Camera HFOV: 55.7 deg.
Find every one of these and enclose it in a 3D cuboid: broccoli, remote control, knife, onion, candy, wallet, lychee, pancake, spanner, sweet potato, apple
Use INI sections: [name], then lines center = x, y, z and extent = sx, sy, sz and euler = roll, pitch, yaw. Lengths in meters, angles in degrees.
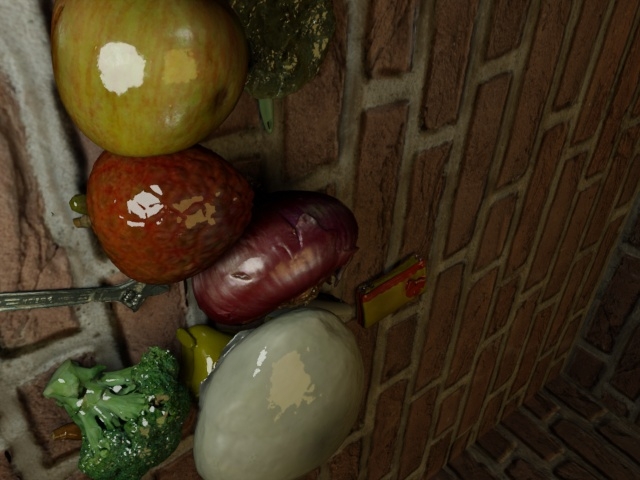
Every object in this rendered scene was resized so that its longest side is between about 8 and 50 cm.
[broccoli]
center = -0.378, 0.315, 1.141
extent = 0.270, 0.270, 0.270
euler = 37, 91, -17
[remote control]
center = -0.056, 0.137, 1.409
extent = 0.313, 0.109, 0.055
euler = 7, 100, -48
[knife]
center = -0.108, -0.313, 1.059
extent = 0.043, 0.020, 0.293
euler = -31, 137, -29
[onion]
center = -0.103, 0.003, 1.157
extent = 0.348, 0.285, 0.347
euler = -28, 178, -1
[candy]
center = -0.063, 0.328, 1.227
extent = 0.386, 0.186, 0.427
euler = -14, 123, -35
[wallet]
center = 0.205, 0.141, 1.708
extent = 0.241, 0.067, 0.141
euler = -30, 135, -25
[lychee]
center = -0.255, -0.053, 0.955
extent = 0.255, 0.300, 0.255
euler = 10, 90, -80
[pancake]
center = -0.065, -0.361, 1.031
extent = 0.253, 0.037, 0.253
euler = -30, 135, -35
[spanner]
center = -0.414, 0.095, 1.073
extent = 0.325, 0.026, 0.093
euler = -1, 120, -44
[sweet potato]
center = -0.428, 0.389, 1.273
extent = 0.264, 0.057, 0.057
euler = -4, 122, -42
[apple]
center = -0.229, -0.237, 0.812
extent = 0.264, 0.264, 0.264
euler = -26, 136, -29

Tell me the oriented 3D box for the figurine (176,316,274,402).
[figurine]
center = -0.172, 0.259, 1.337
extent = 0.327, 0.169, 0.218
euler = 12, 85, -56
